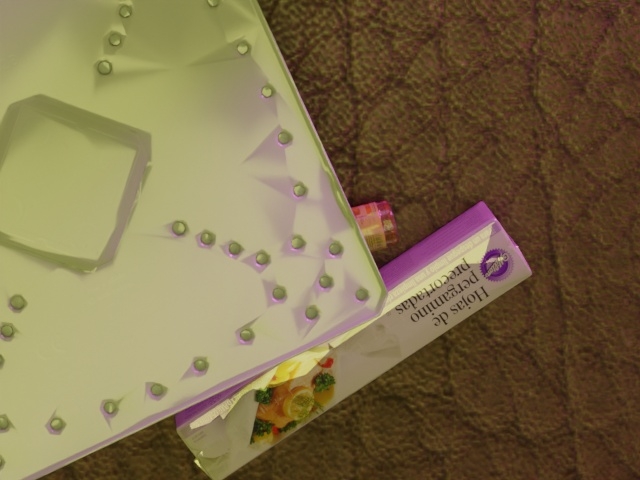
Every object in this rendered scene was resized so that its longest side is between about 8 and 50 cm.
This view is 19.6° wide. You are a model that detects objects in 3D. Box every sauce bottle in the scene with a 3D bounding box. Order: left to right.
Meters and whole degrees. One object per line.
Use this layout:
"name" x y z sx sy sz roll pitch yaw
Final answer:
"sauce bottle" 0.000 0.000 1.552 0.128 0.042 0.042 -14 106 -4

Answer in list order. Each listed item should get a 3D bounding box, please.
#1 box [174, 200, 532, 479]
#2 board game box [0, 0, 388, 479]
"box" 0.024 0.086 1.566 0.324 0.067 0.063 -34 107 3
"board game box" -0.200 -0.042 1.427 0.390 0.050 0.390 -25 95 -7
